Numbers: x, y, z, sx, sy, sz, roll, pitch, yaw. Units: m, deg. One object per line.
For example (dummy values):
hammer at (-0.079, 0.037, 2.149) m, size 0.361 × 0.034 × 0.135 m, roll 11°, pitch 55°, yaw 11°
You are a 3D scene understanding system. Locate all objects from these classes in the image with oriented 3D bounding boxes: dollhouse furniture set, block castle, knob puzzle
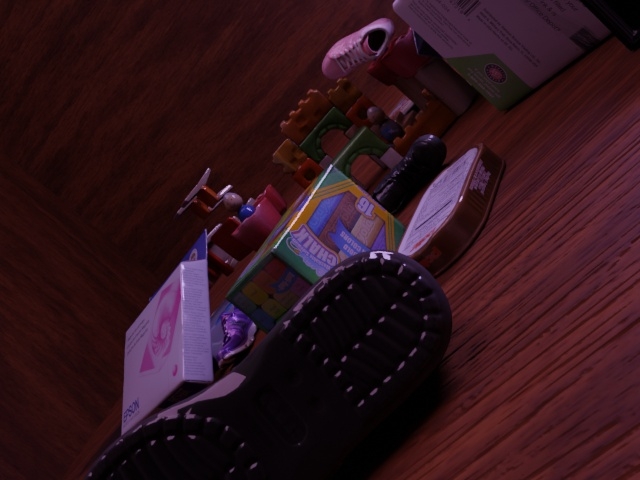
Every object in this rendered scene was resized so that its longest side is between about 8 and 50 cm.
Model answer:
dollhouse furniture set at (-0.196, 0.013, 1.486) m, size 0.135 × 0.262 × 0.259 m, roll -56°, pitch 9°, yaw -27°
block castle at (0.034, -0.167, 1.244) m, size 0.453 × 0.213 × 0.303 m, roll -49°, pitch 8°, yaw 7°
knob puzzle at (0.190, -0.293, 1.620) m, size 0.213 × 0.030 × 0.213 m, roll -48°, pitch 9°, yaw 10°

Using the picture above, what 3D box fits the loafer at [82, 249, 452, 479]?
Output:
loafer at (-0.038, 0.159, 0.553) m, size 0.366 × 0.134 × 0.130 m, roll -39°, pitch -17°, yaw 9°

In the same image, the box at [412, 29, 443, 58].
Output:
box at (0.232, -0.361, 0.988) m, size 0.207 × 0.153 × 0.108 m, roll 112°, pitch 162°, yaw -48°

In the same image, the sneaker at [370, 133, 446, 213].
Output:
sneaker at (0.114, -0.079, 0.997) m, size 0.089 × 0.051 × 0.170 m, roll -54°, pitch 4°, yaw -27°

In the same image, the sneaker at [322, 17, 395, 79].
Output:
sneaker at (0.055, -0.293, 1.086) m, size 0.134 × 0.051 × 0.070 m, roll -32°, pitch 18°, yaw 20°

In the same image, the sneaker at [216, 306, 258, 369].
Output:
sneaker at (-0.157, 0.166, 1.251) m, size 0.068 × 0.071 × 0.170 m, roll -46°, pitch 10°, yaw 24°

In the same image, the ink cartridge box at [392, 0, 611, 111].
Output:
ink cartridge box at (0.243, -0.304, 0.794) m, size 0.115 × 0.198 × 0.273 m, roll -53°, pitch 9°, yaw -31°

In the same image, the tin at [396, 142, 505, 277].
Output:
tin at (0.134, -0.032, 0.728) m, size 0.106 × 0.040 × 0.190 m, roll -48°, pitch 7°, yaw 43°

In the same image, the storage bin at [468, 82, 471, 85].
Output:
storage bin at (0.231, -0.438, 1.255) m, size 0.123 × 0.262 × 0.260 m, roll -41°, pitch 12°, yaw 37°

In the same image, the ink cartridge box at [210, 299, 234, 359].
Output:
ink cartridge box at (-0.197, 0.181, 1.422) m, size 0.104 × 0.061 × 0.181 m, roll -52°, pitch 9°, yaw -9°

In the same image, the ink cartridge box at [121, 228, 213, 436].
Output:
ink cartridge box at (-0.314, 0.188, 1.404) m, size 0.324 × 0.071 × 0.330 m, roll -45°, pitch 44°, yaw 43°

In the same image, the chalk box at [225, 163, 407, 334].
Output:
chalk box at (-0.012, 0.042, 0.817) m, size 0.132 × 0.132 × 0.213 m, roll -42°, pitch 11°, yaw 46°

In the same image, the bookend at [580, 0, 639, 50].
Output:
bookend at (0.285, -0.279, 0.605) m, size 0.157 × 0.156 × 0.072 m, roll -38°, pitch 14°, yaw 51°
